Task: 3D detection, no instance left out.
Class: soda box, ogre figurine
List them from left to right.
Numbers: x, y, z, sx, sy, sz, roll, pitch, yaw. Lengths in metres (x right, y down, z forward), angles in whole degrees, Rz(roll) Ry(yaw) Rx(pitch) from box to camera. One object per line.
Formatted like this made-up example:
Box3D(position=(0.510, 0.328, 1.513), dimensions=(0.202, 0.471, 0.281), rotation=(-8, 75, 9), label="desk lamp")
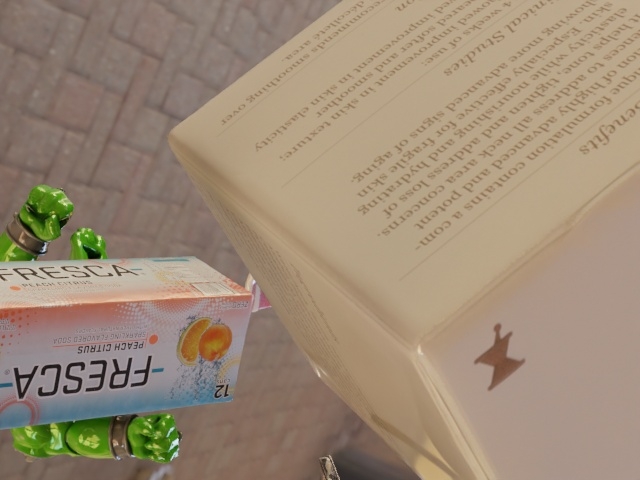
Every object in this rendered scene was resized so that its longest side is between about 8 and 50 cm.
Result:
Box3D(position=(-0.183, 0.070, 0.897), dimensions=(0.197, 0.118, 0.097), rotation=(60, 20, -26), label="ogre figurine")
Box3D(position=(-0.122, 0.046, 0.621), dimensions=(0.183, 0.058, 0.063), rotation=(-1, 110, -41), label="soda box")

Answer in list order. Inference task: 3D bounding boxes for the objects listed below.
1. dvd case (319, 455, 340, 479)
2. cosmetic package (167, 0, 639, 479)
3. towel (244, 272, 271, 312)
Box3D(position=(0.030, 0.368, 1.435), dimensions=(0.164, 0.018, 0.221), rotation=(-114, -162, -50), label="dvd case")
Box3D(position=(0.148, 0.001, 1.058), dimensions=(0.329, 0.393, 0.327), rotation=(-37, 128, -10), label="cosmetic package")
Box3D(position=(0.000, 0.000, 1.453), dimensions=(0.197, 0.029, 0.144), rotation=(-17, 135, -47), label="towel")
